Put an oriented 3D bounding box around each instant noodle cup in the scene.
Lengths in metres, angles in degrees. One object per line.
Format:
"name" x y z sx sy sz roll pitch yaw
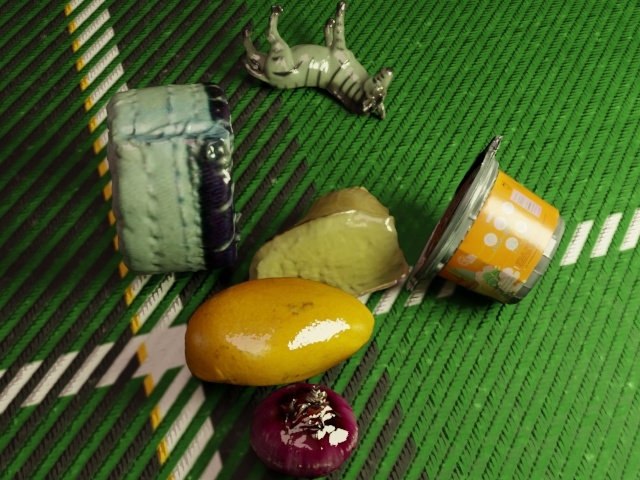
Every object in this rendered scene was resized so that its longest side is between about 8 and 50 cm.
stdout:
"instant noodle cup" 0.205 -0.004 1.052 0.125 0.208 0.177 29 32 1

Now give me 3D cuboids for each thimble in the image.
"thimble" -0.170 -0.074 1.043 0.150 0.237 0.237 -7 55 -7

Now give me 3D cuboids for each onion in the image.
"onion" -0.016 0.196 0.937 0.115 0.104 0.115 11 38 -9

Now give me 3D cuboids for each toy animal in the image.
"toy animal" -0.008 -0.248 1.270 0.217 0.073 0.176 -4 70 1

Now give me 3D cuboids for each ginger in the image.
"ginger" -0.003 0.002 1.089 0.193 0.115 0.122 -17 35 -3

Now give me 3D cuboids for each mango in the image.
"mango" -0.043 0.098 0.995 0.217 0.102 0.141 -5 15 -13
